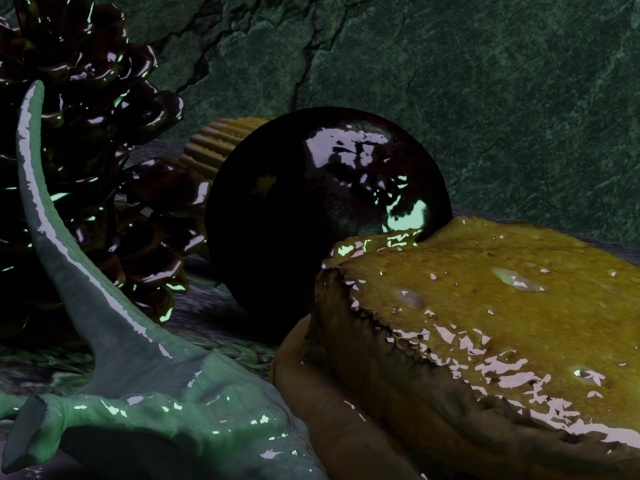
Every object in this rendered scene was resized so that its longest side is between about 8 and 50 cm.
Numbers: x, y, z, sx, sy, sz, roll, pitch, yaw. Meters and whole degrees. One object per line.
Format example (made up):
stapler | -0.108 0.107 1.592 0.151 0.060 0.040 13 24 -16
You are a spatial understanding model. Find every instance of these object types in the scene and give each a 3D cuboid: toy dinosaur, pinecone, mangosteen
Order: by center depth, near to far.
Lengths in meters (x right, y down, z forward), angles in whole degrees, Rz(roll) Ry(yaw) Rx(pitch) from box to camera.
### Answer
toy dinosaur | -0.085 0.077 0.782 0.205 0.092 0.393 12 33 -42
pinecone | -0.199 -0.057 1.279 0.246 0.292 0.246 2 39 -2
mangosteen | 0.000 0.000 1.549 0.228 0.228 0.265 11 -32 -16

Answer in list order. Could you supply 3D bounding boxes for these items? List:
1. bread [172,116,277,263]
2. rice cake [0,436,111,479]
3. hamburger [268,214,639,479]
bread | -0.039 -0.042 1.801 0.250 0.179 0.133 6 6 -43
rice cake | -0.042 0.134 0.941 0.070 0.064 0.399 31 16 32
hamburger | 0.128 0.101 0.929 0.284 0.174 0.304 37 18 29
